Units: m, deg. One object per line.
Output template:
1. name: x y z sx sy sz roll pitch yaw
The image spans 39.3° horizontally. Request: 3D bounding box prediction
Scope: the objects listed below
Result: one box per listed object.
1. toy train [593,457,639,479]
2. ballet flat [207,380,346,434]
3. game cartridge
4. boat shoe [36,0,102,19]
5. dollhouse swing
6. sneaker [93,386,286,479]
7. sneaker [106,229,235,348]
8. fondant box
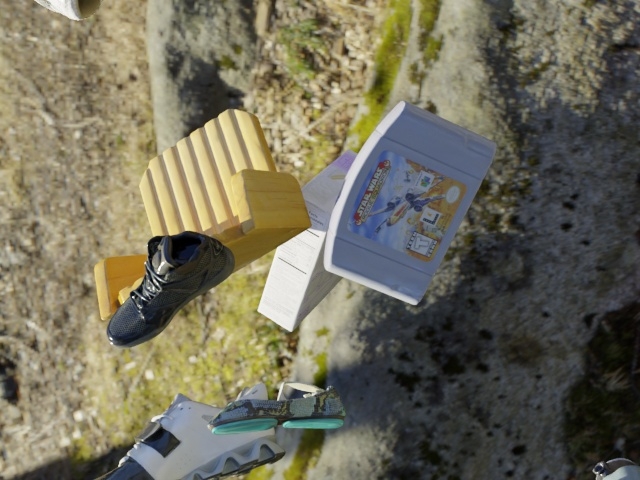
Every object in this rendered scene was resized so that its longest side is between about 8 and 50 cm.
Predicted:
1. toy train: 0.450 0.412 1.178 0.190 0.334 0.142 43 108 -4
2. ballet flat: -0.058 0.215 1.162 0.070 0.188 0.070 -14 74 62
3. game cartridge: 0.131 -0.059 1.427 0.297 0.198 0.062 -65 20 13
4. boat shoe: -0.204 -0.228 0.724 0.277 0.098 0.096 -2 87 9
5. dollhouse swing: -0.250 -0.075 1.647 0.347 0.315 0.305 -29 80 21
6. sneaker: -0.230 0.315 1.352 0.146 0.330 0.122 66 152 18
7. sneaker: -0.246 0.065 1.331 0.227 0.130 0.087 -36 57 4
8. fondant box: 0.000 0.000 1.892 0.096 0.238 0.330 31 130 13
